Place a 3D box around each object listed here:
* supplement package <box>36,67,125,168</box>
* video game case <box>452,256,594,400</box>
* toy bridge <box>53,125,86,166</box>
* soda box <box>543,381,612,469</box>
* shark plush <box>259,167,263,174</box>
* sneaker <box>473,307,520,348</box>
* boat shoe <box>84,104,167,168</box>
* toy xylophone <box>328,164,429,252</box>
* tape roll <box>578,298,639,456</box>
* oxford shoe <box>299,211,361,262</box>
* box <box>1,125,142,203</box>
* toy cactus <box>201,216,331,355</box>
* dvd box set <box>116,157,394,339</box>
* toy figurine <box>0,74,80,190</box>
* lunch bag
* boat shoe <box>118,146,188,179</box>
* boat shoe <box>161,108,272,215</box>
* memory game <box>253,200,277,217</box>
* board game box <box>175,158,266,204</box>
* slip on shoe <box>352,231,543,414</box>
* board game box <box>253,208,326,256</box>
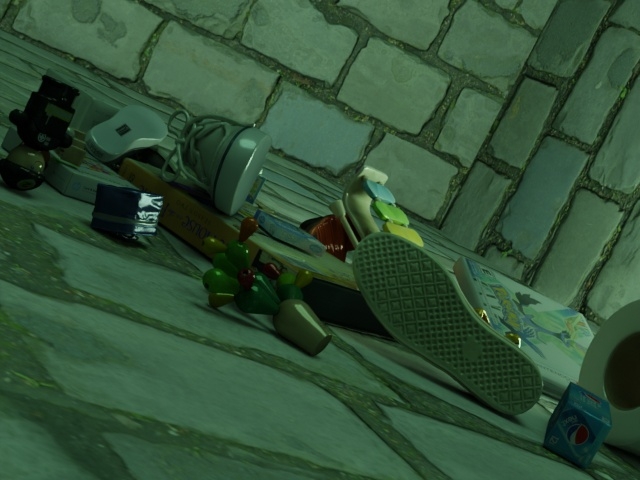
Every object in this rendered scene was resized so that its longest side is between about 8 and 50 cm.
[{"bbox_3d":[-0.414,-0.213,2.069,0.105,0.105,0.179,20,10,-44],"label":"supplement package"},{"bbox_3d":[0.400,0.180,2.163,0.300,0.036,0.329,25,24,-20],"label":"video game case"},{"bbox_3d":[-0.371,-0.143,1.724,0.063,0.026,0.188,23,8,-16],"label":"toy bridge"},{"bbox_3d":[0.361,0.256,1.674,0.067,0.071,0.210,29,7,11],"label":"soda box"},{"bbox_3d":[-0.210,-0.169,2.701,0.161,0.067,0.073,30,7,22],"label":"shark plush"},{"bbox_3d":[0.225,0.141,1.930,0.225,0.092,0.088,29,7,24],"label":"sneaker"},{"bbox_3d":[-0.330,-0.158,1.953,0.080,0.076,0.228,48,26,-4],"label":"boat shoe"},{"bbox_3d":[0.134,0.006,2.260,0.322,0.081,0.236,58,19,12],"label":"toy xylophone"},{"bbox_3d":[0.549,0.230,1.875,0.169,0.246,0.246,25,7,-24],"label":"tape roll"},{"bbox_3d":[0.000,0.000,2.267,0.098,0.096,0.271,-5,4,18],"label":"oxford shoe"},{"bbox_3d":[-0.356,-0.100,1.732,0.145,0.038,0.186,19,12,-48],"label":"box"},{"bbox_3d":[-0.055,0.064,1.463,0.180,0.112,0.219,40,2,20],"label":"toy cactus"},{"bbox_3d":[-0.085,0.014,1.823,0.420,0.062,0.308,32,8,38],"label":"dvd box set"},{"bbox_3d":[-0.425,-0.165,1.553,0.213,0.148,0.209,23,1,-13],"label":"toy figurine"},{"bbox_3d":[-0.249,-0.034,1.539,0.067,0.065,0.098,13,2,22],"label":"lunch bag"},{"bbox_3d":[-0.289,-0.121,2.040,0.228,0.069,0.081,38,-17,53],"label":"boat shoe"},{"bbox_3d":[-0.165,-0.133,1.789,0.156,0.135,0.367,27,3,-3],"label":"boat shoe"},{"bbox_3d":[-0.173,-0.087,2.458,0.186,0.012,0.186,27,7,-4],"label":"memory game"},{"bbox_3d":[-0.187,-0.099,2.104,0.154,0.103,0.026,26,7,-10],"label":"board game box"},{"bbox_3d":[0.173,0.119,1.688,0.331,0.123,0.101,42,-4,-2],"label":"slip on shoe"},{"bbox_3d":[-0.047,-0.011,1.801,0.090,0.020,0.090,24,8,-29],"label":"board game box"}]
